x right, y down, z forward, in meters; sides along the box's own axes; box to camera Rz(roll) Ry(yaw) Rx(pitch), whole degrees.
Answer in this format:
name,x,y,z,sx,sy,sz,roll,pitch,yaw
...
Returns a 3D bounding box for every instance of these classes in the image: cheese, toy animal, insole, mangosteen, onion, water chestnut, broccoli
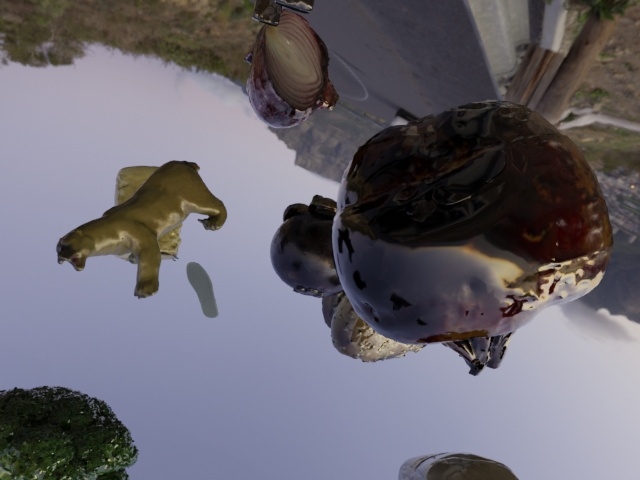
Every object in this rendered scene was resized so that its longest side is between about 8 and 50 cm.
name,x,y,z,sx,sy,sz,roll,pitch,yaw
cheese,-0.320,-0.048,0.789,0.123,0.167,0.094,-1,168,-3
toy animal,-0.207,-0.023,0.509,0.103,0.100,0.218,10,-134,34
insole,-0.265,0.114,0.957,0.053,0.152,0.002,-4,-153,8
mangosteen,0.000,0.000,0.857,0.195,0.230,0.194,8,157,4
onion,-0.054,-0.246,0.656,0.151,0.098,0.205,35,-130,-29
water chestnut,0.143,-0.004,0.461,0.289,0.289,0.244,46,173,45
broccoli,-0.372,0.315,0.521,0.270,0.270,0.270,22,-140,-21

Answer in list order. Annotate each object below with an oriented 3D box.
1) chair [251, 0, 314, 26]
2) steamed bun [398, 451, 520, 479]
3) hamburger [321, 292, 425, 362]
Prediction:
name,x,y,z,sx,sy,sz,roll,pitch,yaw
chair,-0.078,-0.396,0.266,0.241,0.415,0.203,11,-160,-16
steamed bun,0.268,0.525,0.725,0.247,0.236,0.383,8,-150,-1
hamburger,0.167,0.155,1.137,0.319,0.276,0.195,-6,-153,-20
